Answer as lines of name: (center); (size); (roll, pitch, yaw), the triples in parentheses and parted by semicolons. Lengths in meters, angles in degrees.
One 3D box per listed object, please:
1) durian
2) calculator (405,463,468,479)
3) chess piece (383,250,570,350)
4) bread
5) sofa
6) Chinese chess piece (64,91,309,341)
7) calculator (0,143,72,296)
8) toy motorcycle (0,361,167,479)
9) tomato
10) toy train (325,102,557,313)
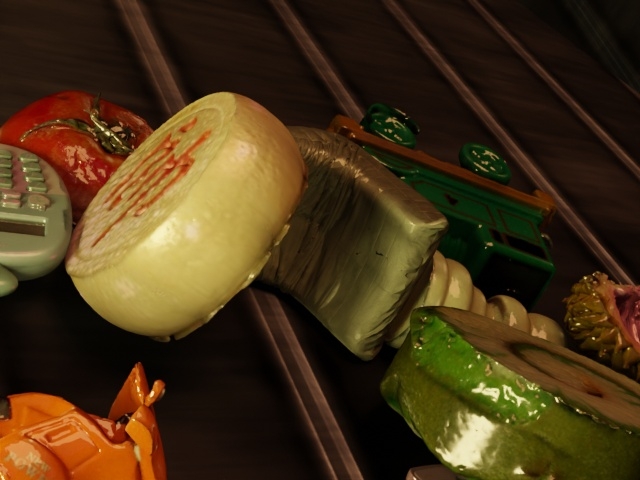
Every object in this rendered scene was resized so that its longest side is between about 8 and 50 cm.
durian: (0.403, 0.154, 1.667); (0.341, 0.112, 0.191); (19, 47, -59)
calculator: (0.222, 0.307, 1.313); (0.294, 0.043, 0.194); (13, 27, -36)
chess piece: (0.197, 0.110, 1.588); (0.243, 0.133, 0.133); (26, 23, -21)
bread: (0.251, 0.199, 1.361); (0.382, 0.129, 0.366); (26, 8, 13)
sofa: (0.000, 0.000, 1.480); (0.225, 0.210, 0.176); (42, 26, 28)
Chinese chess piece: (-0.137, -0.027, 1.320); (0.112, 0.270, 0.270); (43, 17, -24)
calculator: (-0.349, -0.025, 1.327); (0.186, 0.041, 0.299); (6, 30, -15)
toy motorcycle: (-0.251, 0.149, 1.014); (0.326, 0.148, 0.221); (34, 47, -1)
tomato: (-0.270, -0.108, 1.545); (0.228, 0.101, 0.228); (25, 26, -13)
toy train: (0.142, -0.021, 1.715); (0.429, 0.178, 0.249); (19, 30, -22)
